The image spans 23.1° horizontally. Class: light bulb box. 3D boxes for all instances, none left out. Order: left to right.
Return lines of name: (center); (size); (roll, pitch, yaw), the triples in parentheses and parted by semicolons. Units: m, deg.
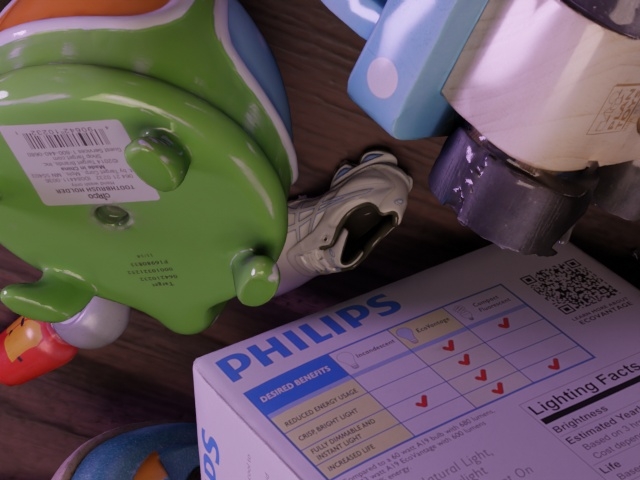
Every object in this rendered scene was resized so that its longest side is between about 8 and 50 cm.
light bulb box: (0.145, 0.207, 1.179); (0.357, 0.361, 0.225); (-20, 128, -27)

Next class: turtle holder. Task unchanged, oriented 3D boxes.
turtle holder: (-0.111, -0.067, 1.140); (0.243, 0.227, 0.320); (-24, 134, 38)

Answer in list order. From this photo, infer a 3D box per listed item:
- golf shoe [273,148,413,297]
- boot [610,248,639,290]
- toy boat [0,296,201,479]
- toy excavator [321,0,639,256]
golf shoe: (0.000, 0.000, 1.280); (0.069, 0.086, 0.176); (38, 116, -24)
boot: (0.292, 0.070, 1.352); (0.099, 0.045, 0.121); (7, 115, -8)
toy boat: (-0.161, 0.186, 1.327); (0.148, 0.267, 0.318); (-31, 88, 30)
toy excavator: (0.052, -0.207, 1.085); (0.433, 0.445, 0.222); (-10, 135, -47)
